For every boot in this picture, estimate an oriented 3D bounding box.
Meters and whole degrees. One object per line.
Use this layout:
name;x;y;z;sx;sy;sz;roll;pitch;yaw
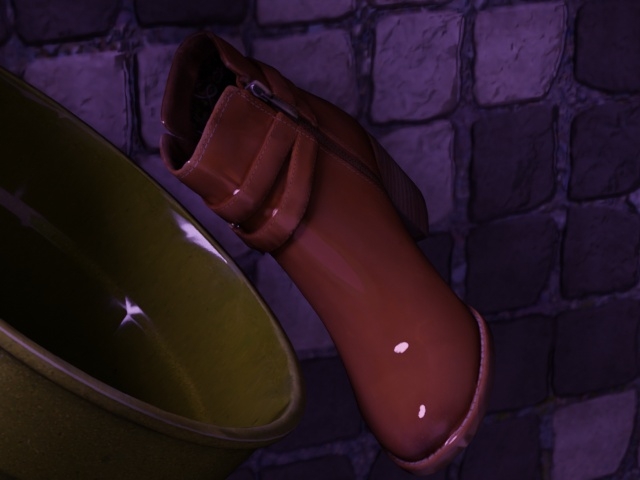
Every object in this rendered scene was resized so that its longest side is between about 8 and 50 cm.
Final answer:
boot;0.000;0.000;1.121;0.109;0.283;0.220;-32;132;26

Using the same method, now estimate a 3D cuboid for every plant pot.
plant pot;-0.260;0.110;1.030;0.366;0.366;0.353;32;107;-30
